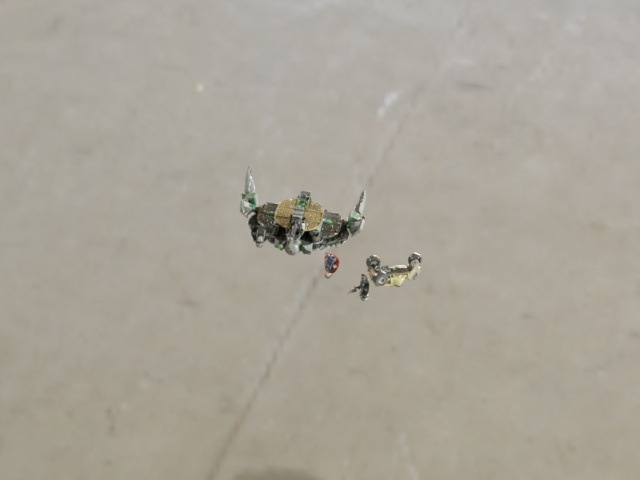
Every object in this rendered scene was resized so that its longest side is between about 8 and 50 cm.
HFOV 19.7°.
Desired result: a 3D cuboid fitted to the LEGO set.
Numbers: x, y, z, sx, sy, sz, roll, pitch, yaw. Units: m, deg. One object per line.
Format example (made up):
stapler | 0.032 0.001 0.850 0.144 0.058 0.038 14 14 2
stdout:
LEGO set | -0.001 0.001 0.677 0.054 0.023 0.083 -8 37 -23
